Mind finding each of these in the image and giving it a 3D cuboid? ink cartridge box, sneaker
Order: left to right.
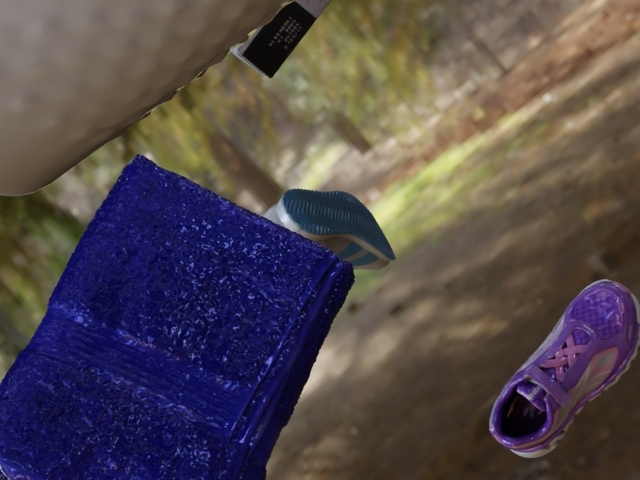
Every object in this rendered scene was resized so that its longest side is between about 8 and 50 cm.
[{"bbox_3d":[-0.095,-0.321,1.877,0.176,0.069,0.371,-53,36,3],"label":"ink cartridge box"},{"bbox_3d":[0.000,0.000,1.852,0.092,0.087,0.229,-41,-29,24],"label":"sneaker"},{"bbox_3d":[0.265,0.148,1.808,0.236,0.095,0.104,-56,-24,17],"label":"sneaker"}]

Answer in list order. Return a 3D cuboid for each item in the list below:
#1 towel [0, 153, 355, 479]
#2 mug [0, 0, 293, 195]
[{"bbox_3d":[-0.123,0.098,1.329,0.308,0.228,0.076,-64,2,-24],"label":"towel"},{"bbox_3d":[-0.130,-0.263,0.818,0.328,0.374,0.276,-34,9,14],"label":"mug"}]
